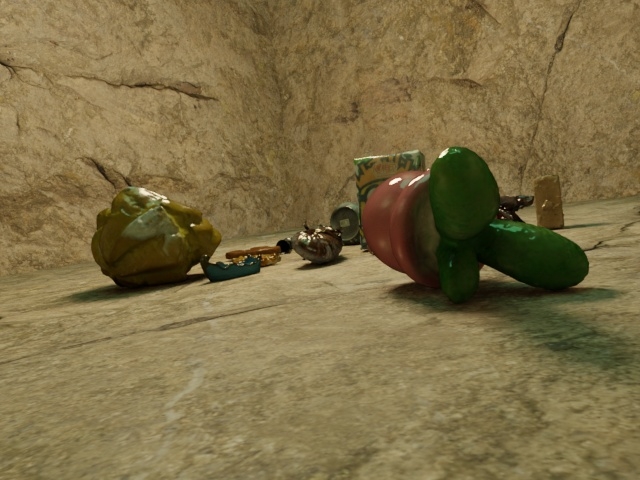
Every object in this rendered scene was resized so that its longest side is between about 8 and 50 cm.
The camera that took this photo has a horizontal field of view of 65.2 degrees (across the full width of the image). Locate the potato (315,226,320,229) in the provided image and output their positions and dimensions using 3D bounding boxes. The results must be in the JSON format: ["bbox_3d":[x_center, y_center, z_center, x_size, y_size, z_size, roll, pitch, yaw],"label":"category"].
[{"bbox_3d":[-0.020,-0.007,2.018,0.105,0.085,0.188,-6,8,41],"label":"potato"}]

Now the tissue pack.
[{"bbox_3d":[0.238,-0.130,1.661,0.228,0.310,0.128,-5,0,20],"label":"tissue pack"}]

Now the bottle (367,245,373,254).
[{"bbox_3d":[0.189,0.017,1.554,0.045,0.045,0.097,-4,4,41],"label":"bottle"}]

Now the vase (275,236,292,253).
[{"bbox_3d":[-0.138,0.019,2.021,0.059,0.059,0.167,-7,4,5],"label":"vase"}]

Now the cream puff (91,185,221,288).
[{"bbox_3d":[-0.509,0.017,1.487,0.379,0.275,0.378,15,-15,4],"label":"cream puff"}]

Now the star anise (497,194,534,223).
[{"bbox_3d":[0.617,-0.084,1.773,0.283,0.129,0.212,-15,-6,29],"label":"star anise"}]

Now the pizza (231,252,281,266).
[{"bbox_3d":[-0.224,0.067,1.595,0.178,0.041,0.131,-5,6,33],"label":"pizza"}]

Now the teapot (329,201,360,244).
[{"bbox_3d":[0.144,-0.066,2.058,0.203,0.170,0.225,-7,-3,33],"label":"teapot"}]

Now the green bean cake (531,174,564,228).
[{"bbox_3d":[0.754,-0.126,1.654,0.085,0.178,0.109,-6,1,26],"label":"green bean cake"}]

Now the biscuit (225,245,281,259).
[{"bbox_3d":[-0.244,0.051,1.865,0.186,0.044,0.295,-12,4,-20],"label":"biscuit"}]

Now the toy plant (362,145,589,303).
[{"bbox_3d":[0.202,-0.029,0.823,0.317,0.210,0.356,35,-2,-23],"label":"toy plant"}]

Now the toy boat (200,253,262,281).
[{"bbox_3d":[-0.253,0.065,1.402,0.186,0.077,0.075,-10,6,-42],"label":"toy boat"}]

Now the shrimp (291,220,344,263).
[{"bbox_3d":[0.004,0.007,1.543,0.145,0.116,0.343,9,9,17],"label":"shrimp"}]
